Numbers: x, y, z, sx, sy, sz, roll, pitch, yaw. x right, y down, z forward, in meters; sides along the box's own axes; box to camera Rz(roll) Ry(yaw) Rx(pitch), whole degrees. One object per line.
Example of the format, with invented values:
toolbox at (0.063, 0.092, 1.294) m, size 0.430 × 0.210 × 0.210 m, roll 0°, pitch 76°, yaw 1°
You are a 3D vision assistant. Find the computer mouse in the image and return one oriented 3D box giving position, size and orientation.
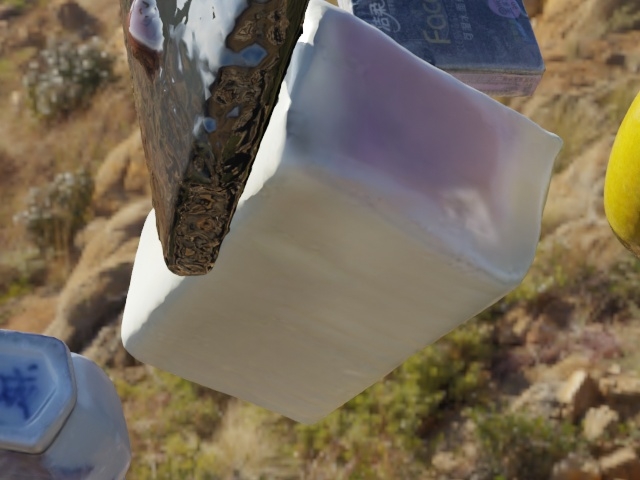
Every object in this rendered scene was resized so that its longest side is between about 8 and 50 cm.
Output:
computer mouse at (-0.043, -0.125, 0.494) m, size 0.087 × 0.168 × 0.295 m, roll 17°, pitch 41°, yaw -9°

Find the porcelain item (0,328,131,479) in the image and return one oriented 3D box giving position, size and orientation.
porcelain item at (-0.362, 0.245, 1.529) m, size 0.243 × 0.405 × 0.178 m, roll 7°, pitch 62°, yaw 3°

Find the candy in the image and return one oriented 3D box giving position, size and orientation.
candy at (-0.003, 0.001, 0.906) m, size 0.208 × 0.359 × 0.145 m, roll 26°, pitch 57°, yaw -16°

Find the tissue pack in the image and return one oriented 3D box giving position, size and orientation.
tissue pack at (0.098, -0.172, 1.016) m, size 0.156 × 0.051 × 0.112 m, roll -1°, pitch 56°, yaw -14°

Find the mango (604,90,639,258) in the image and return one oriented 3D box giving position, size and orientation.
mango at (0.313, -0.075, 0.694) m, size 0.317 × 0.211 × 0.173 m, roll -21°, pitch 49°, yaw 12°
